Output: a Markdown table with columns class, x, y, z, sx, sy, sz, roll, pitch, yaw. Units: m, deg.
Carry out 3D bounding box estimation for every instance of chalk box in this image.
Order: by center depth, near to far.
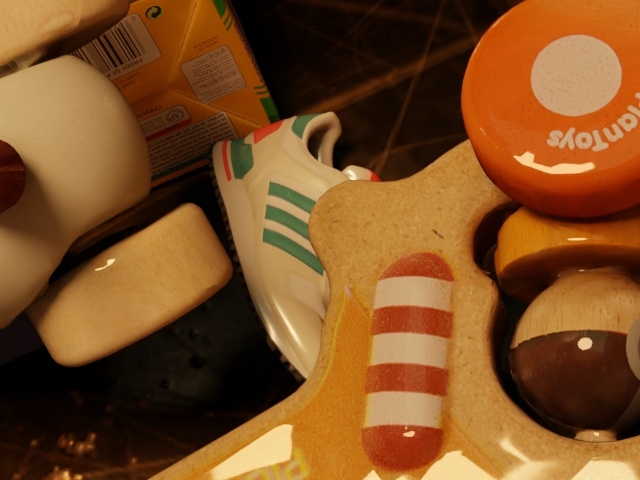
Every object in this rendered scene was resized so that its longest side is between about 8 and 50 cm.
| class | x | y | z | sx | sy | sz | roll | pitch | yaw |
| --- | --- | --- | --- | --- | --- | --- | --- | --- | --- |
| chalk box | -0.125 | -0.144 | 0.682 | 0.132 | 0.132 | 0.213 | -23 | 53 | 2 |

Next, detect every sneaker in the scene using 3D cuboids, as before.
| class | x | y | z | sx | sy | sz | roll | pitch | yaw |
| --- | --- | --- | --- | --- | --- | --- | --- | --- | --- |
| sneaker | 0.000 | 0.000 | 0.594 | 0.075 | 0.057 | 0.161 | -25 | 51 | 6 |

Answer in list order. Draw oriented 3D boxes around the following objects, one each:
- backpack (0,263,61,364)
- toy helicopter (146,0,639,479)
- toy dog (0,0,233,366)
| class | x | y | z | sx | sy | sz | roll | pitch | yaw |
| --- | --- | --- | --- | --- | --- | --- | --- | --- | --- |
| backpack | -0.186 | -0.004 | 0.625 | 0.098 | 0.101 | 0.120 | -20 | 52 | 2 |
| toy helicopter | 0.034 | 0.087 | 0.465 | 0.355 | 0.140 | 0.235 | -28 | 64 | 4 |
| toy dog | -0.192 | 0.018 | 0.479 | 0.220 | 0.161 | 0.333 | 44 | 99 | 0 |
